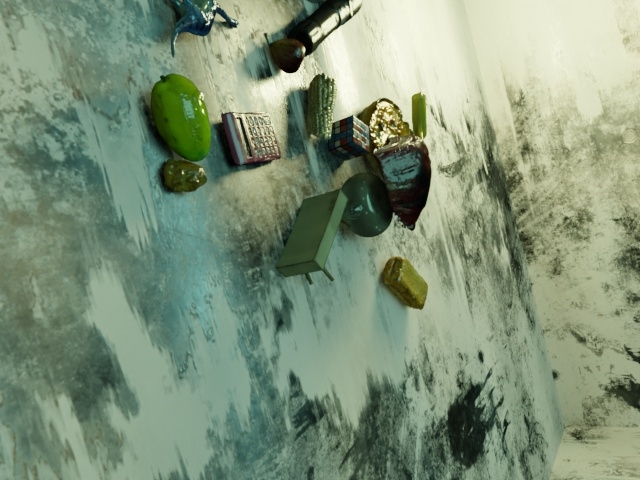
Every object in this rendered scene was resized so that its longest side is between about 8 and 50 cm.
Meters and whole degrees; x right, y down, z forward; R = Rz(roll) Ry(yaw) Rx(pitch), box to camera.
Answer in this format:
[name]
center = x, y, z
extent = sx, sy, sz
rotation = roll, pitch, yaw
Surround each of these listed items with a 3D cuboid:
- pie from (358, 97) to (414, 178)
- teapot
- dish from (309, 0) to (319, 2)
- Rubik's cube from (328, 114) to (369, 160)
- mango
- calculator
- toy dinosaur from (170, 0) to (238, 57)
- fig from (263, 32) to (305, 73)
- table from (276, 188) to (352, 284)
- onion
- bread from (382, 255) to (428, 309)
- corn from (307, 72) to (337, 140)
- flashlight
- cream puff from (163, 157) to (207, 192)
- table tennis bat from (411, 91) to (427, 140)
[pie]
center = 0.230, -0.341, 1.739
extent = 0.315, 0.092, 0.315
rotation = 20, 63, -45
[teapot]
center = 0.129, -0.104, 1.494
extent = 0.294, 0.129, 0.193
rotation = -30, 104, -56
[dish]
center = -0.023, -0.872, 1.521
extent = 0.256, 0.117, 0.256
rotation = 20, 65, -50
[Rubik's cube]
center = 0.086, -0.309, 1.521
extent = 0.092, 0.092, 0.092
rotation = 22, 62, -50
[mango]
center = -0.271, -0.245, 1.007
extent = 0.119, 0.100, 0.178
rotation = -44, 123, -53
[calculator]
center = -0.165, -0.246, 1.211
extent = 0.190, 0.034, 0.127
rotation = -25, 100, -60
[toy dinosaur]
center = -0.276, -0.511, 1.103
extent = 0.329, 0.076, 0.144
rotation = -65, 138, -54
[fig]
center = -0.105, -0.507, 1.346
extent = 0.125, 0.089, 0.089
rotation = 24, 57, -17
[table]
center = 0.000, 0.000, 1.285
extent = 0.111, 0.121, 0.240
rotation = 50, 44, -33
[onion]
center = 0.275, -0.187, 1.514
extent = 0.280, 0.146, 0.314
rotation = 66, 20, -16
[bread]
center = 0.282, 0.142, 1.663
extent = 0.211, 0.083, 0.114
rotation = 45, 52, -37
[corn]
center = 0.001, -0.375, 1.441
extent = 0.087, 0.087, 0.211
rotation = 24, 67, -49
[flashlight]
center = 0.018, -0.678, 1.549
extent = 0.103, 0.103, 0.424
rotation = 57, 42, -26
[cream puff]
center = -0.274, -0.128, 1.008
extent = 0.058, 0.083, 0.083
rotation = -66, 170, 27
[table tennis bat]
center = 0.372, -0.364, 1.873
extent = 0.224, 0.054, 0.369
rotation = -76, 160, -65
